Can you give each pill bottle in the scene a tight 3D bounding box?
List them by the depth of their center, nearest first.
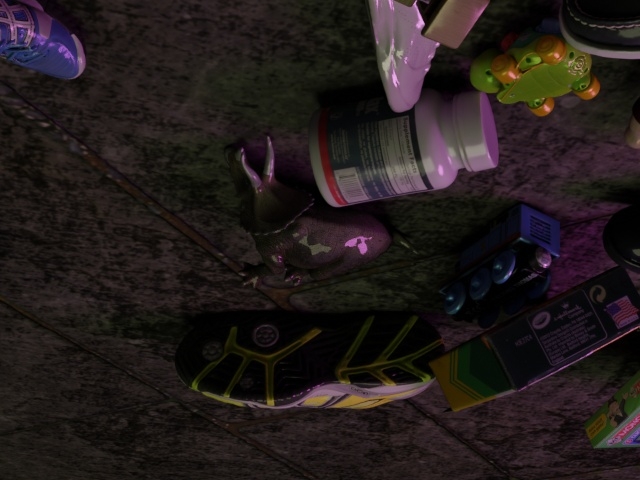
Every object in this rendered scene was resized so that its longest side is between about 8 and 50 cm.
[{"bbox_3d":[0.088,-0.100,1.297,0.180,0.108,0.108,-9,150,18],"label":"pill bottle"}]

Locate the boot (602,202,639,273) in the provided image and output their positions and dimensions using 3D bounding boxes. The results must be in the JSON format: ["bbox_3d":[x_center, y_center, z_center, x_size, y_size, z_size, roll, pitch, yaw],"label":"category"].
[{"bbox_3d":[0.464,-0.042,1.408,0.246,0.094,0.207,4,151,-5],"label":"boot"}]

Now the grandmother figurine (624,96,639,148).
[{"bbox_3d":[0.395,-0.109,1.210,0.207,0.104,0.342,-6,136,21],"label":"grandmother figurine"}]

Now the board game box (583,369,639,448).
[{"bbox_3d":[0.546,0.193,1.769,0.213,0.046,0.317,5,138,-30],"label":"board game box"}]

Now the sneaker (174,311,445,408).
[{"bbox_3d":[-0.017,0.193,1.803,0.384,0.145,0.147,2,151,1],"label":"sneaker"}]

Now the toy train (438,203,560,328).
[{"bbox_3d":[0.220,0.036,1.544,0.080,0.105,0.184,24,144,-21],"label":"toy train"}]

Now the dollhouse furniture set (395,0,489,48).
[{"bbox_3d":[0.079,-0.239,0.995,0.181,0.101,0.161,16,126,-27],"label":"dollhouse furniture set"}]

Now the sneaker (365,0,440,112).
[{"bbox_3d":[0.093,-0.197,1.163,0.094,0.080,0.212,-13,149,1],"label":"sneaker"}]

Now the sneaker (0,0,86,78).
[{"bbox_3d":[-0.305,-0.197,1.158,0.080,0.081,0.211,-22,146,32],"label":"sneaker"}]

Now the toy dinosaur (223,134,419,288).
[{"bbox_3d":[0.000,0.000,1.474,0.313,0.121,0.160,22,159,-26],"label":"toy dinosaur"}]

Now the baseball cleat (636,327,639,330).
[{"bbox_3d":[0.517,0.150,1.783,0.109,0.072,0.206,-14,150,20],"label":"baseball cleat"}]

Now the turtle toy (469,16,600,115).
[{"bbox_3d":[0.203,-0.170,1.209,0.130,0.066,0.095,-18,146,32],"label":"turtle toy"}]

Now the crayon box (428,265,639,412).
[{"bbox_3d":[0.264,0.136,1.614,0.202,0.081,0.318,-25,172,-15],"label":"crayon box"}]

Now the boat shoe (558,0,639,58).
[{"bbox_3d":[0.345,-0.238,1.044,0.302,0.114,0.091,-17,152,7],"label":"boat shoe"}]
